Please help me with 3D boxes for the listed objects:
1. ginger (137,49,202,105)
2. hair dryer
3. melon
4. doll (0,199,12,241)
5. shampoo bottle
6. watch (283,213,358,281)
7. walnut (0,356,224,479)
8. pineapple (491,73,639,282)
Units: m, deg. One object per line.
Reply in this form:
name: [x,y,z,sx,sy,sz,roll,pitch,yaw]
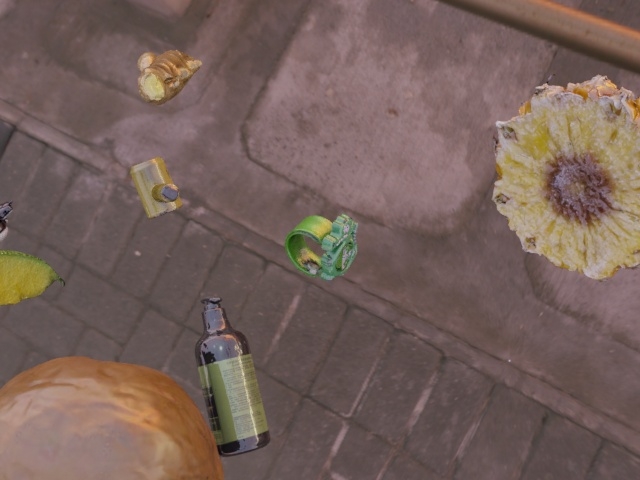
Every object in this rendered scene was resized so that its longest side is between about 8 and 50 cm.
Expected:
ginger: [-0.292,-0.314,1.375,0.115,0.205,0.081,14,120,-19]
hair dryer: [-0.368,-0.122,1.652,0.090,0.278,0.135,-23,101,-17]
melon: [-0.513,0.065,1.184,0.053,0.261,0.114,-26,80,21]
doll: [-0.688,0.001,1.421,0.219,0.091,0.067,-47,113,-16]
shampoo bottle: [-0.168,0.238,1.292,0.101,0.101,0.284,-16,82,12]
watch: [0.000,0.000,1.653,0.152,0.165,0.131,20,44,29]
walnut: [-0.342,0.355,1.077,0.397,0.354,0.308,-1,41,8]
pineapple: [0.246,-0.049,0.656,0.047,0.221,0.221,-28,70,-33]
